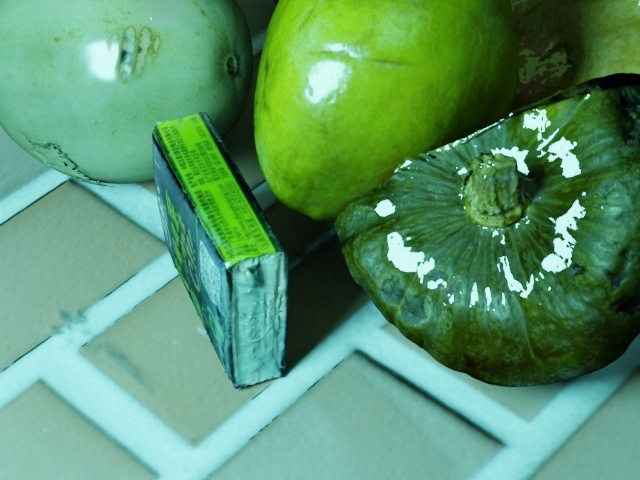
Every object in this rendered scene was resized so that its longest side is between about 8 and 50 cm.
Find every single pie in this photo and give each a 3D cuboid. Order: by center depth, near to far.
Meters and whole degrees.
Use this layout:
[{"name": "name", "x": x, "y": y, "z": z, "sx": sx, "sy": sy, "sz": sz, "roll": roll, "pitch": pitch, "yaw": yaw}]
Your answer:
[{"name": "pie", "x": 0.241, "y": -0.156, "z": 1.359, "sx": 0.339, "sy": 0.083, "sz": 0.340, "roll": -17, "pitch": 52, "yaw": 24}]

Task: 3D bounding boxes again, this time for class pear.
[{"name": "pear", "x": 0.060, "y": -0.166, "z": 1.249, "sx": 0.269, "sy": 0.269, "sz": 0.321, "roll": 39, "pitch": 100, "yaw": 38}]

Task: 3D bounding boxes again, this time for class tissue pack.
[{"name": "tissue pack", "x": -0.099, "y": 0.007, "z": 1.247, "sx": 0.073, "sy": 0.173, "sz": 0.235, "roll": -14, "pitch": 42, "yaw": -16}]

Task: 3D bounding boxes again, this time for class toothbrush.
[{"name": "toothbrush", "x": 0.000, "y": 0.000, "z": 1.354, "sx": 0.193, "sy": 0.013, "sz": 0.019, "roll": -35, "pitch": 41, "yaw": -25}]

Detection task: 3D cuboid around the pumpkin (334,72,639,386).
[{"name": "pumpkin", "x": 0.190, "y": 0.009, "z": 1.129, "sx": 0.325, "sy": 0.242, "sz": 0.232, "roll": -30, "pitch": 69, "yaw": 18}]

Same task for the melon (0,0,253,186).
[{"name": "melon", "x": -0.237, "y": -0.194, "z": 1.413, "sx": 0.330, "sy": 0.269, "sz": 0.268, "roll": 5, "pitch": 44, "yaw": 27}]

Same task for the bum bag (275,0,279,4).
[{"name": "bum bag", "x": 0.003, "y": -0.286, "z": 1.592, "sx": 0.144, "sy": 0.095, "sz": 0.340, "roll": -12, "pitch": 39, "yaw": -1}]
